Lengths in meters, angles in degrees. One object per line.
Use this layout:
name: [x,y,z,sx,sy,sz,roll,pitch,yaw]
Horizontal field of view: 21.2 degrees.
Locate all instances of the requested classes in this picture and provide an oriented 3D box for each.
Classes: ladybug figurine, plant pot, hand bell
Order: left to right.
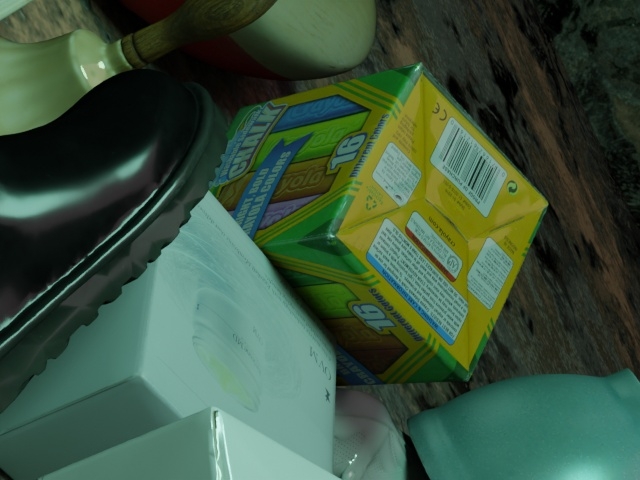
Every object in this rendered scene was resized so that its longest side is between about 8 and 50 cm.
hand bell: [-0.126,-0.139,1.234,0.126,0.242,0.126,49,28,-37]
ladybug figurine: [-0.101,-0.285,1.551,0.449,0.162,0.305,35,36,-52]
plant pot: [0.234,0.232,1.492,0.293,0.196,0.293,58,4,-6]

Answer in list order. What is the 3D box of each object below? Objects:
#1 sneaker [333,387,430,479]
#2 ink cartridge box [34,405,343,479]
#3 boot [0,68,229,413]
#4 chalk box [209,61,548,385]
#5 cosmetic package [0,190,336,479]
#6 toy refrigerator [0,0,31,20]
sneaker: [0.039,0.232,1.414,0.292,0.108,0.169,35,34,-55]
ink cartridge box: [-0.104,0.208,0.879,0.198,0.273,0.114,38,35,-51]
boot: [-0.215,-0.063,0.977,0.260,0.131,0.348,57,47,-22]
chalk box: [0.000,0.000,1.380,0.180,0.289,0.179,44,57,-27]
cosmetic package: [-0.101,0.103,1.186,0.224,0.138,0.224,50,28,-34]
toy refrigerator: [-0.268,-0.175,1.142,0.102,0.094,0.269,61,22,-12]
